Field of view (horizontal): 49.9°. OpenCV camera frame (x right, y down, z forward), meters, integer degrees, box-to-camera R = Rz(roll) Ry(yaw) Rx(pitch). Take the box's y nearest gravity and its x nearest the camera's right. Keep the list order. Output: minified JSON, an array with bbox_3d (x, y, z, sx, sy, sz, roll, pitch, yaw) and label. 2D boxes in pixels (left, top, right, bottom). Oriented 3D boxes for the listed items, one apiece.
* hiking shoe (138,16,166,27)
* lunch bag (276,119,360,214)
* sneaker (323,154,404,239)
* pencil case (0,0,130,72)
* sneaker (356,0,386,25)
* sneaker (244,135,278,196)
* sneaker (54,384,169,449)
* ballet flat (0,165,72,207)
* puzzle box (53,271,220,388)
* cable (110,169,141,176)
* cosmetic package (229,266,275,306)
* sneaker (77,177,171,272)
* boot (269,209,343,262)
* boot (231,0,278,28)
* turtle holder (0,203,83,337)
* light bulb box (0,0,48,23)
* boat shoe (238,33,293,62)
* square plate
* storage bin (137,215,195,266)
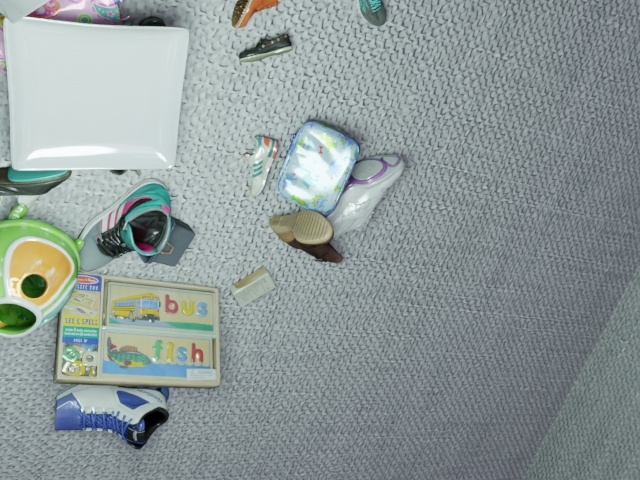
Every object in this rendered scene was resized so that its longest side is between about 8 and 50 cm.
[{"bbox_3d":[-0.359,-0.370,1.520,0.086,0.114,0.227,-13,122,-18],"label":"hiking shoe"},{"bbox_3d":[-0.008,-0.192,1.776,0.176,0.090,0.219,23,106,-3],"label":"lunch bag"},{"bbox_3d":[0.110,-0.119,1.903,0.305,0.114,0.152,-36,133,7],"label":"sneaker"},{"bbox_3d":[-0.538,-0.442,1.391,0.284,0.124,0.124,-28,125,-11],"label":"pencil case"},{"bbox_3d":[0.119,-0.586,1.655,0.065,0.076,0.166,-37,126,-2],"label":"sneaker"},{"bbox_3d":[-0.165,-0.193,1.759,0.075,0.057,0.161,18,110,-15],"label":"sneaker"},{"bbox_3d":[-0.549,0.471,1.855,0.315,0.182,0.128,-3,117,-24],"label":"sneaker"},{"bbox_3d":[-0.693,-0.123,1.520,0.280,0.095,0.096,-3,128,-13],"label":"ballet flat"},{"bbox_3d":[-0.450,0.230,1.737,0.408,0.272,0.052,8,153,-29],"label":"puzzle box"},{"bbox_3d":[-0.475,-0.266,1.579,0.139,0.072,0.287,-28,115,11],"label":"cable"},{"bbox_3d":[-0.190,0.130,1.925,0.115,0.041,0.060,-29,125,-9],"label":"cosmetic package"},{"bbox_3d":[-0.463,-0.003,1.635,0.295,0.178,0.124,-44,126,3],"label":"sneaker"},{"bbox_3d":[0.000,0.000,1.830,0.206,0.248,0.090,34,76,-38],"label":"boot"},{"bbox_3d":[-0.138,-0.542,1.570,0.084,0.059,0.158,27,102,-39],"label":"boot"},{"bbox_3d":[-0.697,0.096,1.533,0.320,0.228,0.243,-16,137,9],"label":"turtle holder"},{"bbox_3d":[-0.521,-0.635,1.138,0.358,0.225,0.361,42,63,-36],"label":"light bulb box"},{"bbox_3d":[-0.133,-0.454,1.630,0.132,0.049,0.042,-19,96,-7],"label":"boat shoe"},{"bbox_3d":[-0.464,-0.298,1.433,0.347,0.049,0.344,-4,131,-24],"label":"square plate"},{"bbox_3d":[-0.382,0.004,1.737,0.091,0.098,0.135,23,105,-44],"label":"storage bin"}]
